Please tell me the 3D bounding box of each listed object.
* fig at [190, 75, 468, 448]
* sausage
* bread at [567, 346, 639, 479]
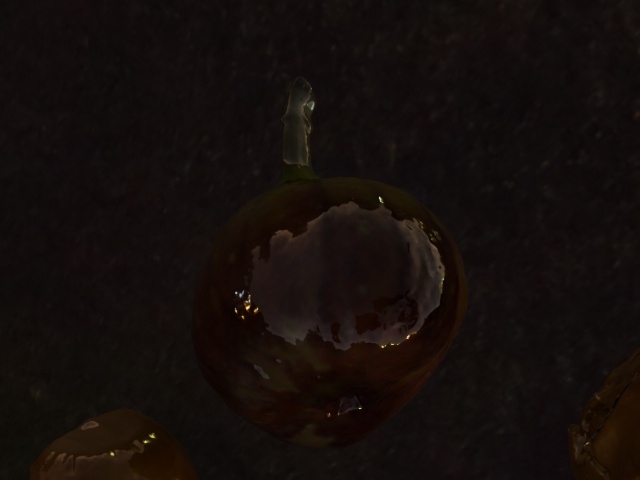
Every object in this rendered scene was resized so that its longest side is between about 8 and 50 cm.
[{"bbox_3d":[0.014,0.009,0.695,0.143,0.160,0.231,22,40,-1],"label":"fig"},{"bbox_3d":[-0.096,0.232,0.706,0.105,0.105,0.274,-19,105,-25],"label":"sausage"},{"bbox_3d":[0.432,0.148,1.208,0.398,0.398,0.215,-40,85,-27],"label":"bread"}]
